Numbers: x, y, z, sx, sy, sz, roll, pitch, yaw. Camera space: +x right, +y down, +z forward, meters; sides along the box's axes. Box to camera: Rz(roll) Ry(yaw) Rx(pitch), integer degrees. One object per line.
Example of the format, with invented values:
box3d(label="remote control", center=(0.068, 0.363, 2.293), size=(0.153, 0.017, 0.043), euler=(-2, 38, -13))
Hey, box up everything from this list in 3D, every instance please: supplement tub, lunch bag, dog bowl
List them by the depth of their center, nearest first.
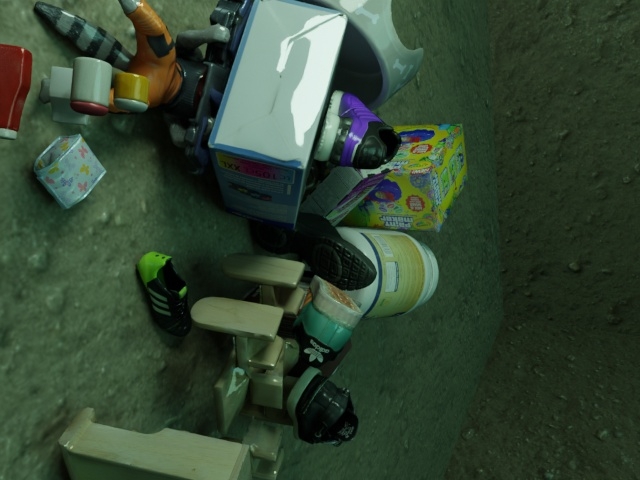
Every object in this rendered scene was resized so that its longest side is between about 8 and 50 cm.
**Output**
box3d(label="lunch bag", center=(-0.352, -0.095, 0.737), size=(0.071, 0.053, 0.083), euler=(66, 32, -43))
box3d(label="dog bowl", center=(0.026, -0.397, 1.060), size=(0.102, 0.349, 0.348), euler=(-57, 141, -18))
box3d(label="supplement tub", center=(0.133, 0.084, 1.342), size=(0.316, 0.228, 0.228), euler=(3, 92, -46))

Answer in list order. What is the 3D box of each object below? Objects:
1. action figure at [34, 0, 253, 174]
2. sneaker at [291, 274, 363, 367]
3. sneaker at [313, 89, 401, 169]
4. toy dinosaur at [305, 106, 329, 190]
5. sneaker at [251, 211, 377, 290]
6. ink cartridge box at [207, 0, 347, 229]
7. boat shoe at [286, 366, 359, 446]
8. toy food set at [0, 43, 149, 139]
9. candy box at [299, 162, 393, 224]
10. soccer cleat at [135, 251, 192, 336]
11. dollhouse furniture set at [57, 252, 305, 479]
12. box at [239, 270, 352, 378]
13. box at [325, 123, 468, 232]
box3d(label="action figure", center=(-0.227, -0.294, 0.812), size=(0.330, 0.179, 0.341), euler=(15, 97, -65))
box3d(label="sneaker", center=(0.003, 0.141, 0.942), size=(0.121, 0.108, 0.302), euler=(-59, 178, 1))
box3d(label="sneaker", center=(0.076, -0.194, 0.989), size=(0.293, 0.146, 0.102), euler=(-77, -177, -62))
box3d(label="toy dinosaur", center=(-0.010, -0.236, 1.257), size=(0.160, 0.121, 0.313), euler=(56, 53, -31))
box3d(label="sneaker", center=(0.000, 0.000, 1.119), size=(0.130, 0.286, 0.109), euler=(-36, 151, -52))
box3d(label="ink cartridge box", center=(-0.076, -0.187, 0.953), size=(0.395, 0.151, 0.269), euler=(106, -1, -75))
box3d(label="boat shoe", center=(0.021, 0.352, 1.058), size=(0.127, 0.113, 0.340), euler=(-52, 156, -27))
box3d(label="toy food set", center=(-0.321, -0.151, 0.604), size=(0.111, 0.232, 0.104), euler=(-162, -102, -83))
box3d(label="candy box", center=(0.042, -0.105, 1.233), size=(0.071, 0.233, 0.159), euler=(52, 35, 8))
box3d(label="soccer cleat", center=(-0.254, 0.099, 0.910), size=(0.060, 0.072, 0.178), euler=(-50, 135, -43))
box3d(label="dollhouse furniture set", center=(-0.196, 0.267, 0.910), size=(0.394, 0.257, 0.362), euler=(-67, 163, -56))
box3d(label="box", center=(-0.053, 0.190, 1.168), size=(0.168, 0.167, 0.203), euler=(-43, 130, -48))
box3d(label="box", center=(0.212, -0.174, 1.434), size=(0.279, 0.290, 0.177), euler=(-52, 136, -43))
